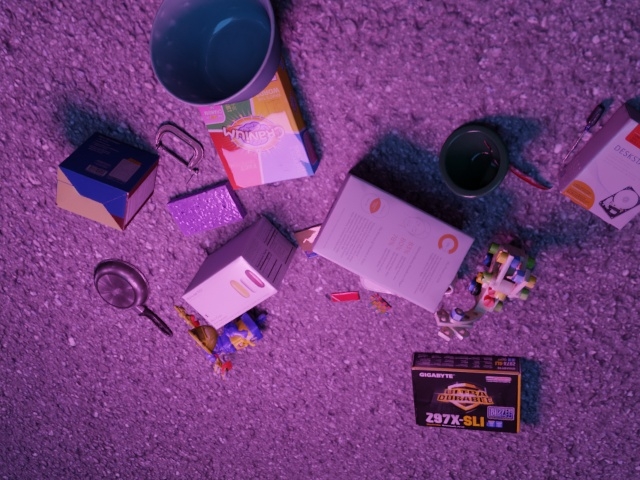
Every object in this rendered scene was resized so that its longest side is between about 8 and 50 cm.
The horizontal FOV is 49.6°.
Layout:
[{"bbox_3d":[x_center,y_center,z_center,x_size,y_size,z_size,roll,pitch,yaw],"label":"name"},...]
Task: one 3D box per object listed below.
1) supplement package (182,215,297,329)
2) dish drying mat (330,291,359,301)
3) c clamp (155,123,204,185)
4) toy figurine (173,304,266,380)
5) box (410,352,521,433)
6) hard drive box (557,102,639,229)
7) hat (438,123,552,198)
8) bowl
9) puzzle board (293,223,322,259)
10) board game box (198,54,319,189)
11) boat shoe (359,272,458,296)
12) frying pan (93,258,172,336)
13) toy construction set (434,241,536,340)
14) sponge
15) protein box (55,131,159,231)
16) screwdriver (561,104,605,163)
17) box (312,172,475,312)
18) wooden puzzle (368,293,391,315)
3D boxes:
[{"bbox_3d":[-0.229,0.092,1.965,0.261,0.204,0.145,-34,110,32],"label":"supplement package"},{"bbox_3d":[0.073,0.168,2.056,0.083,0.008,0.032,-5,121,19],"label":"dish drying mat"},{"bbox_3d":[-0.390,-0.237,1.893,0.160,0.022,0.137,41,125,-14],"label":"c clamp"},{"bbox_3d":[-0.274,0.263,2.124,0.217,0.191,0.363,-30,154,-8],"label":"toy figurine"},{"bbox_3d":[0.446,0.467,2.121,0.321,0.079,0.257,1,126,15],"label":"box"},{"bbox_3d":[0.697,-0.168,1.599,0.181,0.089,0.232,29,126,-6],"label":"hard drive box"},{"bbox_3d":[0.417,-0.173,1.714,0.173,0.183,0.209,-39,66,26],"label":"hat"},{"bbox_3d":[-0.213,-0.438,1.572,0.311,0.163,0.312,-1,87,21],"label":"bowl"},{"bbox_3d":[0.000,0.000,1.958,0.128,0.011,0.096,-16,119,26],"label":"puzzle board"},{"bbox_3d":[-0.165,-0.297,1.762,0.242,0.064,0.317,-9,121,21],"label":"board game box"},{"bbox_3d":[0.237,0.113,1.917,0.276,0.096,0.098,-4,122,18],"label":"boat shoe"},{"bbox_3d":[-0.628,0.203,2.255,0.197,0.053,0.326,-6,119,20],"label":"frying pan"},{"bbox_3d":[0.439,0.135,1.802,0.151,0.215,0.328,32,126,-7],"label":"toy construction set"},{"bbox_3d":[-0.326,-0.087,1.975,0.210,0.031,0.117,-14,119,25],"label":"sponge"},{"bbox_3d":[-0.576,-0.163,1.883,0.199,0.201,0.136,21,127,0],"label":"protein box"},{"bbox_3d":[0.611,-0.244,1.615,0.025,0.024,0.170,-1,136,-19],"label":"screwdriver"},{"bbox_3d":[0.177,0.000,1.762,0.345,0.168,0.215,27,96,-4],"label":"box"},{"bbox_3d":[0.175,0.194,2.047,0.083,0.006,0.049,43,124,-15],"label":"wooden puzzle"}]
